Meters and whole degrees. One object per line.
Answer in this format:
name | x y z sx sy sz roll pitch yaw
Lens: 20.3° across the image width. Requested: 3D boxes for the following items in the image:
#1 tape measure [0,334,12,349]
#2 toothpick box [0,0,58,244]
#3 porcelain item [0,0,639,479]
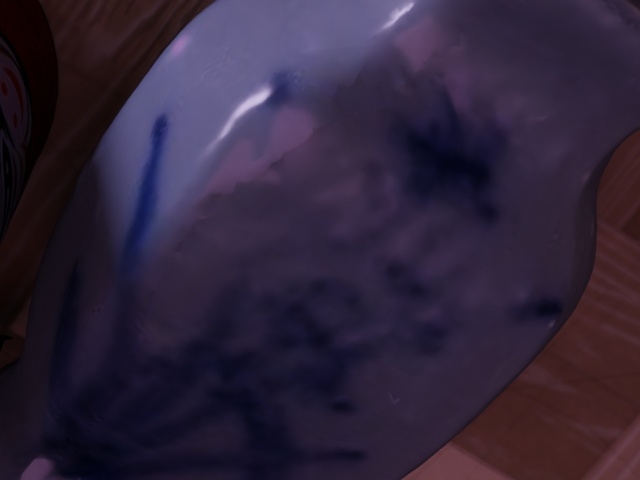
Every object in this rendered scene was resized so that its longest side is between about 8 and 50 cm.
tape measure | -0.335 0.121 0.974 0.271 0.133 0.231 19 101 -2
toothpick box | -0.245 -0.021 0.816 0.204 0.333 0.204 1 116 2
porcelain item | 0.000 0.000 0.903 0.242 0.178 0.405 35 113 -16
